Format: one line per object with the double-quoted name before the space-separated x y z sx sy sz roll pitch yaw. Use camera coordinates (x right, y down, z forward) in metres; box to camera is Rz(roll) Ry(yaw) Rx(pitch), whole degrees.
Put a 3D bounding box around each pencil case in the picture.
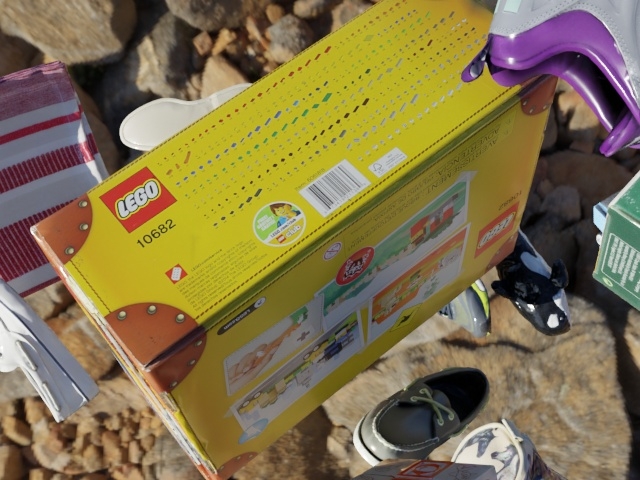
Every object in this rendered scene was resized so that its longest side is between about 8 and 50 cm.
"pencil case" 0.386 0.457 1.369 0.410 0.160 0.183 40 91 -20

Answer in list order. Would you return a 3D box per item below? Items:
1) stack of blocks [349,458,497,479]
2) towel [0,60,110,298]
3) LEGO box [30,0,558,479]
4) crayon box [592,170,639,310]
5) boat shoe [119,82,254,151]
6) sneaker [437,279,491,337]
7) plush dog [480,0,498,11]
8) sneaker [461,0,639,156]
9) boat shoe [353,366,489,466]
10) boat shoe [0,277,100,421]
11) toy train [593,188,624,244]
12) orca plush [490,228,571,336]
"stack of blocks" 0.129 0.357 0.759 0.171 0.087 0.297 -10 93 42
"towel" -0.451 -0.090 1.318 0.237 0.037 0.329 -26 110 -22
"LEGO box" 0.000 0.000 0.938 0.500 0.372 0.193 -36 63 -17
"crayon box" 0.424 -0.088 0.876 0.083 0.203 0.323 40 82 24
"boat shoe" -0.168 -0.158 1.155 0.206 0.065 0.075 -14 76 5
"sneaker" 0.191 0.096 1.502 0.121 0.111 0.300 -22 30 -22
"plush dog" 0.201 -0.358 1.002 0.262 0.210 0.225 -43 57 45
"sneaker" 0.177 -0.064 0.370 0.223 0.083 0.098 26 89 10
"boat shoe" 0.154 0.250 1.227 0.109 0.305 0.091 45 116 22
"boat shoe" -0.434 0.152 1.224 0.088 0.267 0.096 -43 29 -21
"toy train" 0.561 -0.054 1.465 0.184 0.105 0.080 -29 55 -2
"orca plush" 0.357 0.055 1.532 0.102 0.151 0.287 -28 107 -29
